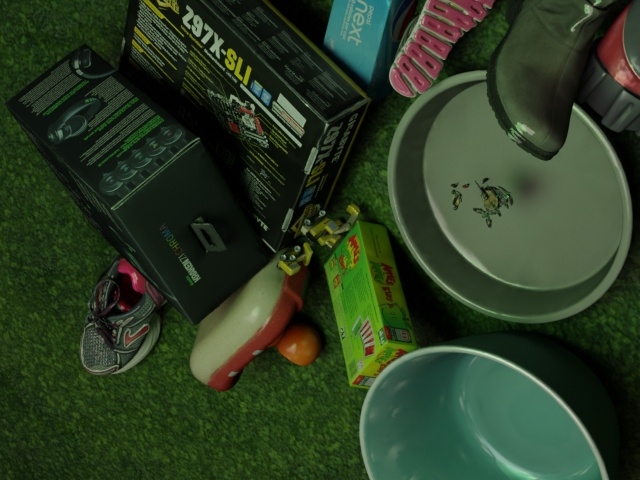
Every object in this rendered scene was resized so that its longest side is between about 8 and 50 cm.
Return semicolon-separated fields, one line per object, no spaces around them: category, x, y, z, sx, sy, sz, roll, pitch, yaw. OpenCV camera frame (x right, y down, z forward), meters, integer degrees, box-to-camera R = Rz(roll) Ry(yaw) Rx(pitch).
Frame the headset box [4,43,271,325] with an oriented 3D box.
headset box;-0.214;-0.063;1.495;0.283;0.131;0.246;40;165;39

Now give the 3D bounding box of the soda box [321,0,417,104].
soda box;0.059;-0.256;1.354;0.071;0.067;0.210;31;128;21

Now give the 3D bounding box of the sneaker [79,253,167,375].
sneaker;-0.288;0.095;1.764;0.121;0.112;0.299;43;132;11

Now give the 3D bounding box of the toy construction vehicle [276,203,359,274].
toy construction vehicle;0.000;0.000;1.499;0.035;0.098;0.086;48;146;18

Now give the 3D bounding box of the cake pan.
cake pan;0.211;-0.051;1.354;0.293;0.054;0.293;17;122;30

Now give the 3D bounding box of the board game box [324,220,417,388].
board game box;0.057;0.076;1.469;0.092;0.043;0.181;-54;36;40

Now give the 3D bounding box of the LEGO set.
LEGO set;0.179;-0.046;1.334;0.083;0.023;0.054;32;126;37

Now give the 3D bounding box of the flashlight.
flashlight;0.352;-0.232;1.127;0.103;0.103;0.304;30;130;-6

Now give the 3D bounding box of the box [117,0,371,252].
box;-0.104;-0.176;1.456;0.322;0.079;0.257;45;144;16

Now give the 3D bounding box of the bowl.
bowl;0.218;0.227;1.417;0.311;0.163;0.311;17;122;30

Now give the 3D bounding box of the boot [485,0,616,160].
boot;0.239;-0.205;1.144;0.083;0.246;0.161;28;140;-21

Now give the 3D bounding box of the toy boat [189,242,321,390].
toy boat;-0.068;0.117;1.612;0.151;0.151;0.231;31;134;-17

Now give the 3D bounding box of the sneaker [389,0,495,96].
sneaker;0.130;-0.235;1.317;0.063;0.075;0.170;30;109;-10
